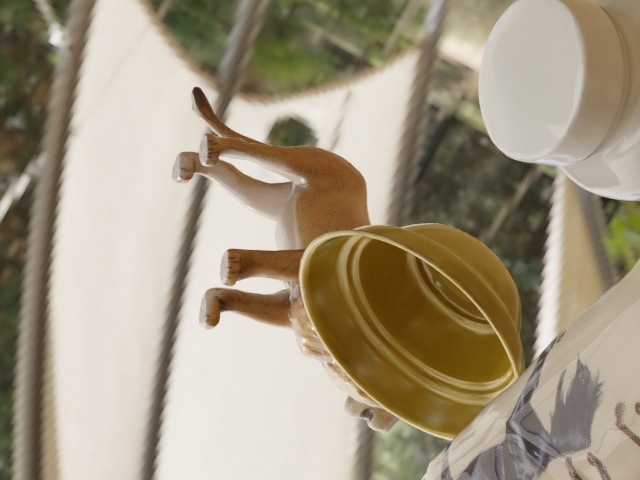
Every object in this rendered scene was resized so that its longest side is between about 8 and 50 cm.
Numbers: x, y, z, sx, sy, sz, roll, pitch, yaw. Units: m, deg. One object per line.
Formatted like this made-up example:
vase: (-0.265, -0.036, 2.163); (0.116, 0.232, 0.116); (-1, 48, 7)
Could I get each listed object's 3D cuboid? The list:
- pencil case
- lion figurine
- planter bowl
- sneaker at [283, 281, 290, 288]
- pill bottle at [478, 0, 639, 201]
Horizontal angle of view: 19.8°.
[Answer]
pencil case: (0.216, 0.103, 1.131); (0.183, 0.410, 0.160); (3, -133, -44)
lion figurine: (0.000, 0.000, 1.743); (0.240, 0.142, 0.392); (6, -133, -18)
planter bowl: (0.094, 0.053, 1.479); (0.217, 0.090, 0.217); (29, 144, 24)
sneaker: (-0.028, 0.033, 1.819); (0.031, 0.035, 0.083); (-14, -166, 8)
pill bottle: (0.277, -0.111, 1.411); (0.301, 0.169, 0.169); (4, -164, -32)
